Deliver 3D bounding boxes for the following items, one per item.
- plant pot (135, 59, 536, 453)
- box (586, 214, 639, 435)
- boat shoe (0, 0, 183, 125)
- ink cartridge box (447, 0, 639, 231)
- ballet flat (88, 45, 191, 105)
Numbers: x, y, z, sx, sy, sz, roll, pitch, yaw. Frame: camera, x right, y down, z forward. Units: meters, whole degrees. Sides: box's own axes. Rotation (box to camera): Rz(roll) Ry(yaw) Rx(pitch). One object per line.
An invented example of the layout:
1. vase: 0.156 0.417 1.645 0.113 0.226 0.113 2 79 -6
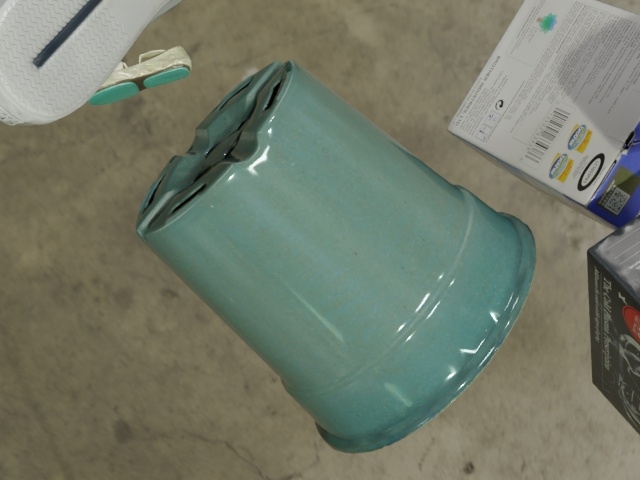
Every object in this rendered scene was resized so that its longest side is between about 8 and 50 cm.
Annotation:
1. plant pot: 0.000 0.000 1.343 0.334 0.341 0.341 41 74 -19
2. box: 0.496 0.158 1.493 0.179 0.343 0.312 -32 54 -10
3. boat shoe: -0.145 -0.209 0.848 0.119 0.121 0.335 8 46 44
4. ink cartridge box: 0.394 -0.176 1.696 0.270 0.151 0.395 -59 36 6
5. ballet flat: -0.277 -0.250 1.823 0.168 0.057 0.052 -17 70 -6
